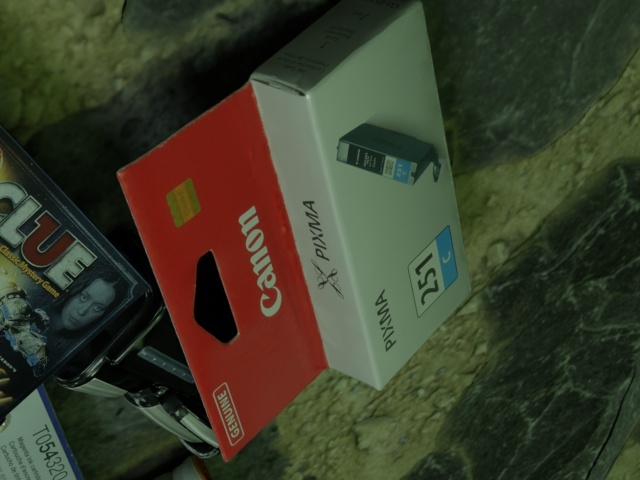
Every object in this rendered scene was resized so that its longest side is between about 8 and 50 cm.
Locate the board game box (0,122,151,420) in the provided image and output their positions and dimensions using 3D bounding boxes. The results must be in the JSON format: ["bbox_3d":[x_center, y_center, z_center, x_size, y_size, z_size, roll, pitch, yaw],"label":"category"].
[{"bbox_3d":[-0.242,0.008,0.853,0.165,0.042,0.243,-42,134,-5],"label":"board game box"}]

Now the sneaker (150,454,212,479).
[{"bbox_3d":[-0.141,0.318,1.251,0.121,0.099,0.262,-19,127,-11],"label":"sneaker"}]

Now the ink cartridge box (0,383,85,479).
[{"bbox_3d":[-0.369,0.153,0.955,0.330,0.071,0.324,-29,137,-19],"label":"ink cartridge box"}]

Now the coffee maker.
[{"bbox_3d":[-0.112,0.069,1.044,0.178,0.120,0.171,40,75,-49],"label":"coffee maker"}]

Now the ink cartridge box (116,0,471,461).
[{"bbox_3d":[0.000,0.000,0.992,0.261,0.066,0.296,-42,135,-31],"label":"ink cartridge box"}]
